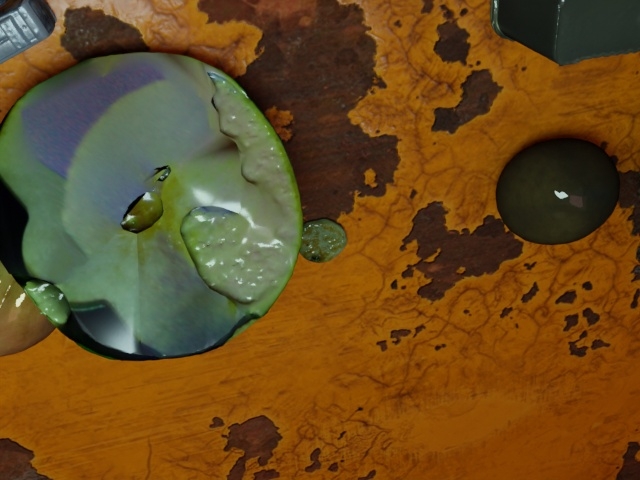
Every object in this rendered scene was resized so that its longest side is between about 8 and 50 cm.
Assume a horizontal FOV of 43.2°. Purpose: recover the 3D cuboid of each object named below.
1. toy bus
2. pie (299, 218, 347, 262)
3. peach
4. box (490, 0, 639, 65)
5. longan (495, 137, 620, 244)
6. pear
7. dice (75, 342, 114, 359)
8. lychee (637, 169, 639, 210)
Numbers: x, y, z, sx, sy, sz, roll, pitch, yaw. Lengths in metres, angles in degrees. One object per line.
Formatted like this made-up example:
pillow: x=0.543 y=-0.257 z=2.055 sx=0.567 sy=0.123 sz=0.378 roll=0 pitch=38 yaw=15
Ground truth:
toy bus: x=-0.419 y=-0.239 z=0.989 sx=0.190 sy=0.075 sz=0.064 roll=-28 pitch=123 yaw=3
pie: x=0.000 y=0.000 z=1.286 sx=0.085 sy=0.017 sz=0.085 roll=-7 pitch=122 yaw=-11
peach: x=-0.435 y=0.069 z=1.114 sx=0.184 sy=0.184 sz=0.184 roll=-7 pitch=122 yaw=-12
box: x=0.392 y=-0.324 z=1.108 sx=0.274 sy=0.178 sz=0.138 roll=-11 pitch=123 yaw=-9
longan: x=0.369 y=-0.077 z=1.259 sx=0.189 sy=0.189 sz=0.189 roll=-7 pitch=122 yaw=-12
pear: x=-0.223 y=-0.031 z=1.064 sx=0.398 sy=0.165 sz=0.399 roll=3 pitch=76 yaw=-12
dice: x=-0.298 y=0.091 z=1.189 sx=0.128 sy=0.131 sz=0.120 roll=26 pitch=112 yaw=-29
lychee: x=0.669 y=-0.085 z=1.219 sx=0.380 sy=0.432 sz=0.381 roll=11 pitch=120 yaw=20
